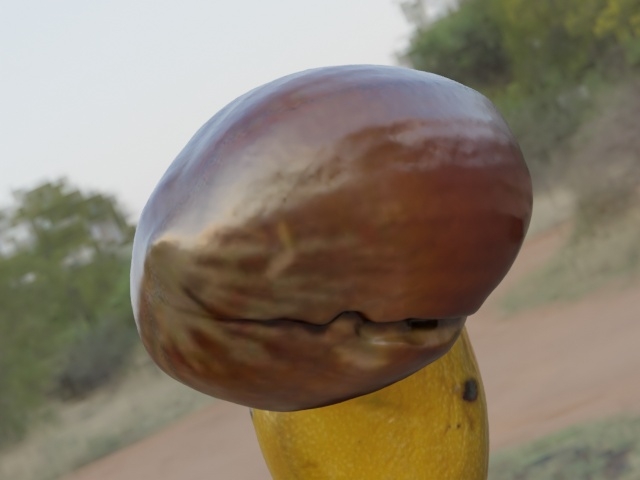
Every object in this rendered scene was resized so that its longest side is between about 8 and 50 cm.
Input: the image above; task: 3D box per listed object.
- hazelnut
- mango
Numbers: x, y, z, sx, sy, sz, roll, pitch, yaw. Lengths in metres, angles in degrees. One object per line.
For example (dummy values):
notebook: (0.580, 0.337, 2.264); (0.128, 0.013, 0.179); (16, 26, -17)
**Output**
hazelnut: (0.002, 0.002, 1.033); (0.212, 0.181, 0.181); (-59, 1, 30)
mango: (0.031, 0.123, 1.281); (0.157, 0.262, 0.109); (-4, 9, -15)
